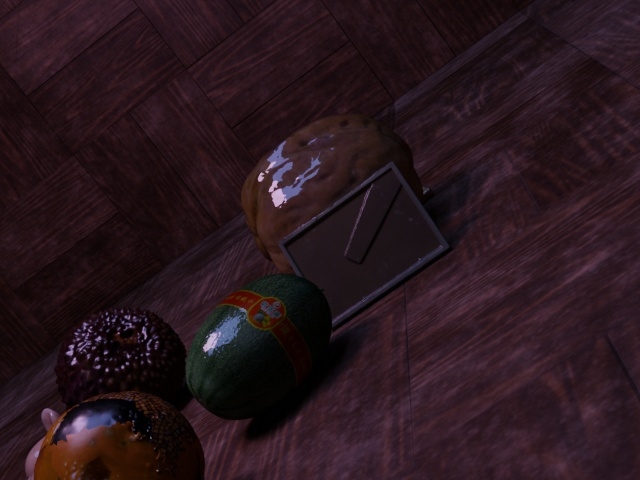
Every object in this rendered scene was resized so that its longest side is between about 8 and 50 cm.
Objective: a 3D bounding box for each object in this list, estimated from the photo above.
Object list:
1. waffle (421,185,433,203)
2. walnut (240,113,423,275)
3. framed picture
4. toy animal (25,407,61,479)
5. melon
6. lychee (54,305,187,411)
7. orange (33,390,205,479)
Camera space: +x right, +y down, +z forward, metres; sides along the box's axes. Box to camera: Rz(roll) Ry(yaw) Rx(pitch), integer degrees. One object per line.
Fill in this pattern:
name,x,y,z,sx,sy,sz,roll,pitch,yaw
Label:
waffle,0.164,-0.063,2.182,0.135,0.021,0.092,-39,11,-8
walnut,0.029,-0.082,2.009,0.344,0.306,0.306,-35,11,-7
framed picture,0.070,0.009,1.812,0.250,0.184,0.016,-36,-17,11
toy animal,-0.419,0.391,1.809,0.154,0.166,0.250,-29,17,-6
melon,-0.086,0.156,1.670,0.287,0.182,0.182,-45,13,-36
lychee,-0.392,0.266,2.083,0.271,0.271,0.271,-36,11,8
orange,-0.270,0.317,1.440,0.234,0.234,0.182,-37,-6,3
